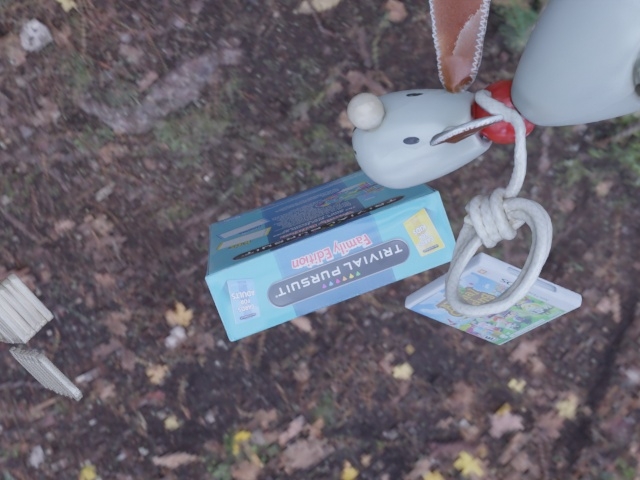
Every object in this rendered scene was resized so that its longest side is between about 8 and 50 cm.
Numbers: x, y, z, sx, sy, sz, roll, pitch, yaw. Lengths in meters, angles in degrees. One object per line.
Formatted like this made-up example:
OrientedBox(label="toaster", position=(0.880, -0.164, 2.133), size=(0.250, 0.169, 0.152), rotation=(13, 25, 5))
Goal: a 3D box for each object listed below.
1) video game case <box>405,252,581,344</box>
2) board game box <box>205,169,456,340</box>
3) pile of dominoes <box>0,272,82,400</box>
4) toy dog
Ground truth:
OrientedBox(label="video game case", position=(0.270, 0.097, 1.845), size=(0.193, 0.212, 0.023), rotation=(23, 59, -21))
OrientedBox(label="board game box", position=(0.000, 0.000, 1.344), size=(0.254, 0.336, 0.079), rotation=(-20, 101, -1))
OrientedBox(label="pile of dominoes", position=(-0.325, 0.080, 1.223), size=(0.040, 0.251, 0.196), rotation=(-45, 102, -18))
OrientedBox(label="toy dog", position=(0.135, -0.124, 0.740), size=(0.334, 0.220, 0.161), rotation=(-39, 133, 24))
